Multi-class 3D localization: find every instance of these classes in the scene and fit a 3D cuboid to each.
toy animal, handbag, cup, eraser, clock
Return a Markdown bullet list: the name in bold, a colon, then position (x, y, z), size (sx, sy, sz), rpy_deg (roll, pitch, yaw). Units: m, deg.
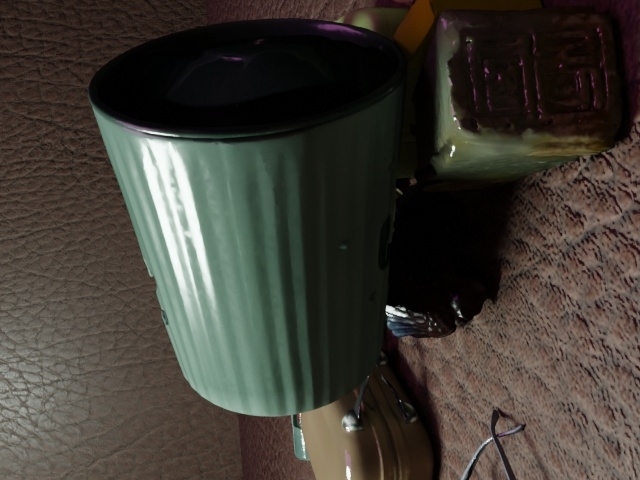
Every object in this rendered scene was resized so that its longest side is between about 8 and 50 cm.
- **toy animal**: position (0.126, 0.043, 0.890), size (0.179, 0.116, 0.219), rpy_deg (-126, 42, -65)
- **handbag**: position (0.067, 0.292, 1.129), size (0.302, 0.149, 0.283), rpy_deg (-117, 25, -59)
- **cup**: position (-0.039, -0.055, 0.831), size (0.310, 0.401, 0.393), rpy_deg (17, 129, 28)
- **eraser**: position (0.148, -0.218, 0.727), size (0.097, 0.122, 0.045), rpy_deg (126, 134, -69)
- **clock**: position (0.065, -0.224, 1.086), size (0.308, 0.096, 0.235), rpy_deg (-140, 46, -69)

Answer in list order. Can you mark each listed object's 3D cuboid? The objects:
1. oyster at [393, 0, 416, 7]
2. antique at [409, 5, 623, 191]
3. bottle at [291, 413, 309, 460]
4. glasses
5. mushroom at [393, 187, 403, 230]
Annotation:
- **oyster**: position (0.083, -0.464, 0.982), size (0.355, 0.107, 0.201), rpy_deg (56, 169, 39)
- **antique**: position (0.161, -0.124, 0.720), size (0.284, 0.150, 0.125), rpy_deg (143, 124, -82)
- **bottle**: position (-0.027, 0.345, 1.609), size (0.082, 0.082, 0.286), rpy_deg (-171, 77, -75)
- **glasses**: position (0.192, 0.250, 0.807), size (0.140, 0.062, 0.104), rpy_deg (162, 105, -74)
- **mushroom**: position (0.052, -0.014, 1.207), size (0.351, 0.097, 0.110), rpy_deg (122, 155, -72)
